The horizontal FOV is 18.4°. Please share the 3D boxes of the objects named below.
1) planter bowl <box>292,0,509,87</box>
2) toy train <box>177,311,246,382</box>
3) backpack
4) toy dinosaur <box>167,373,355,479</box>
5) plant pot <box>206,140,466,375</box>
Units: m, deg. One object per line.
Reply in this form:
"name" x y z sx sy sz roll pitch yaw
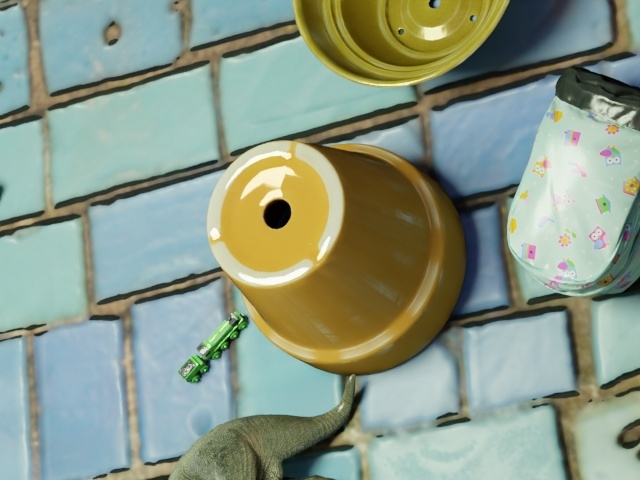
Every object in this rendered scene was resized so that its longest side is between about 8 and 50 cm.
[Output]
"planter bowl" 0.090 -0.228 1.793 0.217 0.090 0.217 -7 73 24
"toy train" -0.100 0.098 1.828 0.083 0.023 0.017 -49 62 6
"backpack" 0.230 -0.043 1.656 0.152 0.115 0.182 26 101 33
"toy dinosaur" -0.082 0.237 1.729 0.160 0.121 0.313 32 95 15
"plant pot" 0.000 0.000 1.716 0.205 0.188 0.205 -7 73 23
